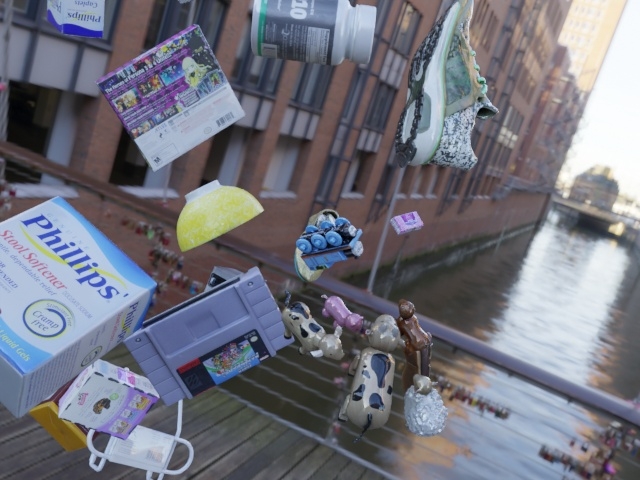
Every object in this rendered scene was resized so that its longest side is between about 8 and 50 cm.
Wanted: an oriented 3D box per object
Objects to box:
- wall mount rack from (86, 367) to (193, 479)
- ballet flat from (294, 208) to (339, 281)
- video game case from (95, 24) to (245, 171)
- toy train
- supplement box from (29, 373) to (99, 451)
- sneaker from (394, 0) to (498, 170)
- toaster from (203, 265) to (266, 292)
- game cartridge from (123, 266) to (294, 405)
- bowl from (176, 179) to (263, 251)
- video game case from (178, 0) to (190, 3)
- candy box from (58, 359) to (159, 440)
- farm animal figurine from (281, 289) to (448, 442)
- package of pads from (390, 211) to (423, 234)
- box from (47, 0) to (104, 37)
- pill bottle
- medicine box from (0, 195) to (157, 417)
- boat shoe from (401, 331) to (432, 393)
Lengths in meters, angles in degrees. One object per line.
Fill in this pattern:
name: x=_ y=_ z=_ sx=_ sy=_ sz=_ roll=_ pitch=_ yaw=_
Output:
wall mount rack: x=-0.549 y=0.578 z=2.027 sx=0.350 sy=0.304 sz=0.130 roll=30 pitch=-18 yaw=-32
ballet flat: x=0.000 y=0.000 z=2.085 sx=0.123 sy=0.123 sz=0.348 roll=18 pitch=30 yaw=-1
video game case: x=-0.298 y=-0.287 z=1.333 sx=0.042 sy=0.232 sz=0.210 roll=37 pitch=-21 yaw=57
toy train: x=0.024 y=0.010 z=1.586 sx=0.184 sy=0.105 sz=0.080 roll=-14 pitch=32 yaw=41
supplement box: x=-0.795 y=0.546 z=2.148 sx=0.191 sy=0.129 sz=0.194 roll=54 pitch=38 yaw=-18
sneaker: x=0.281 y=-0.314 z=1.364 sx=0.182 sy=0.410 sz=0.158 roll=19 pitch=-15 yaw=-13
toaster: x=-0.287 y=0.176 z=2.073 sx=0.110 sy=0.168 sz=0.185 roll=25 pitch=5 yaw=27
game cartridge: x=-0.261 y=0.238 z=1.583 sx=0.355 sy=0.230 sz=0.068 roll=-27 pitch=23 yaw=-4
bowl: x=-0.340 y=-0.096 z=2.062 sx=0.289 sy=0.156 sz=0.289 roll=-26 pitch=8 yaw=4
video game case: x=-0.290 y=-0.697 z=1.520 sx=0.269 sy=0.061 sz=0.244 roll=1 pitch=-41 yaw=37
candy box: x=-0.551 y=0.414 z=1.710 sx=0.196 sy=0.165 sz=0.070 roll=33 pitch=13 yaw=-31
farm animal figurine: x=0.089 y=0.238 z=1.347 sx=0.330 sy=0.327 sz=0.172 roll=0 pitch=-28 yaw=-10
package of pads: x=0.239 y=-0.048 z=1.824 sx=0.083 sy=0.032 sz=0.050 roll=-15 pitch=68 yaw=-30
box: x=-0.437 y=-0.445 z=1.170 sx=0.072 sy=0.137 sz=0.126 roll=-6 pitch=29 yaw=-32
pill bottle: x=-0.021 y=-0.648 z=2.007 sx=0.361 sy=0.204 sz=0.204 roll=7 pitch=11 yaw=-1
medicine box: x=-0.487 y=0.102 z=1.136 sx=0.263 sy=0.149 sz=0.289 roll=40 pitch=42 yaw=9
boat shoe: x=0.263 y=0.335 z=1.735 sx=0.073 sy=0.207 sz=0.073 roll=-21 pitch=37 yaw=-31
